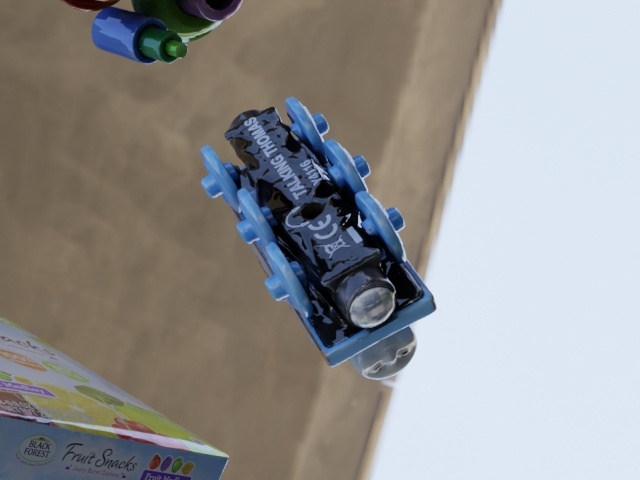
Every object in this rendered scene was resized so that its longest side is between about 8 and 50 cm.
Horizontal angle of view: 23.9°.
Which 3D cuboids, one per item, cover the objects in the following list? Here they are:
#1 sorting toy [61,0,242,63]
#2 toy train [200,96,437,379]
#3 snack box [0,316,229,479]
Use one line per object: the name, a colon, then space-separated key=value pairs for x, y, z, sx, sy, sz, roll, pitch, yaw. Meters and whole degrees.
sorting toy: x=-0.057 y=-0.093 z=0.545 sx=0.102 sy=0.042 sz=0.061 roll=9 pitch=-80 yaw=-50
toy train: x=0.000 y=0.000 z=0.813 sx=0.080 sy=0.184 sz=0.105 roll=-30 pitch=-48 yaw=-5
snack box: x=-0.181 y=0.088 z=0.790 sx=0.174 sy=0.207 sz=0.070 roll=22 pitch=-89 yaw=-53
